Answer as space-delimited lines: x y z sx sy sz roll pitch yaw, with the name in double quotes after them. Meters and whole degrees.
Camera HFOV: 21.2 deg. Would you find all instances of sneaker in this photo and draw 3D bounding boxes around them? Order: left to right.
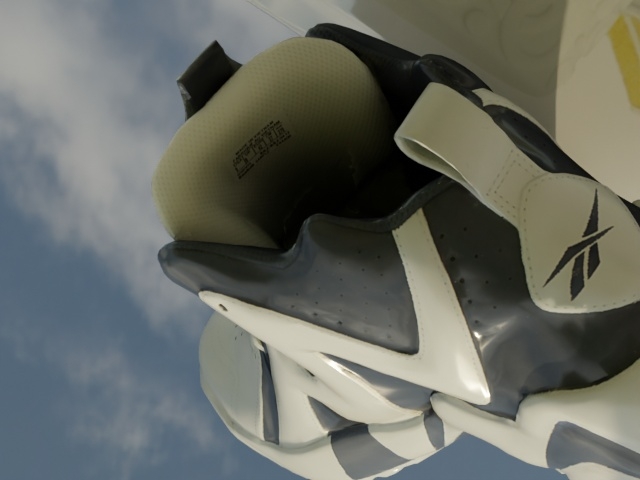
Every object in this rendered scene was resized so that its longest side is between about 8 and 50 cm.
0.000 0.000 0.499 0.153 0.235 0.094 43 -108 -25 "sneaker"

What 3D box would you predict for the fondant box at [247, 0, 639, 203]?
0.124 -0.131 0.616 0.238 0.096 0.330 32 -143 -6 "fondant box"
